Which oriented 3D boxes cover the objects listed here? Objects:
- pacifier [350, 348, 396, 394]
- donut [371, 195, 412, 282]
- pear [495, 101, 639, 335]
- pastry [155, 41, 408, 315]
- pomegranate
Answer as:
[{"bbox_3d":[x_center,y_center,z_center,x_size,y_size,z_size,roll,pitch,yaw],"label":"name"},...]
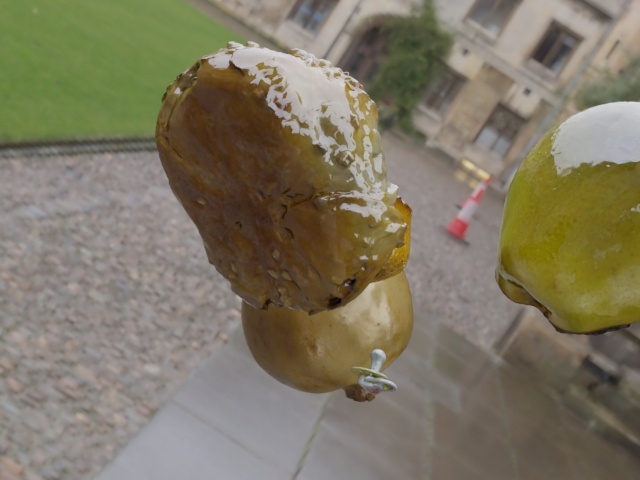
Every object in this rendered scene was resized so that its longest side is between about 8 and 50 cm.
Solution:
[{"bbox_3d":[0.084,0.191,1.759,0.068,0.064,0.083,6,-22,26],"label":"pacifier"},{"bbox_3d":[0.003,0.000,1.600,0.254,0.118,0.253,-3,-11,-1],"label":"donut"},{"bbox_3d":[0.417,-0.067,1.702,0.340,0.386,0.191,31,-28,33],"label":"pear"},{"bbox_3d":[-0.036,-0.075,1.308,0.162,0.255,0.310,-42,117,-49],"label":"pastry"},{"bbox_3d":[0.014,0.106,1.966,0.307,0.307,0.307,32,9,-6],"label":"pomegranate"}]
